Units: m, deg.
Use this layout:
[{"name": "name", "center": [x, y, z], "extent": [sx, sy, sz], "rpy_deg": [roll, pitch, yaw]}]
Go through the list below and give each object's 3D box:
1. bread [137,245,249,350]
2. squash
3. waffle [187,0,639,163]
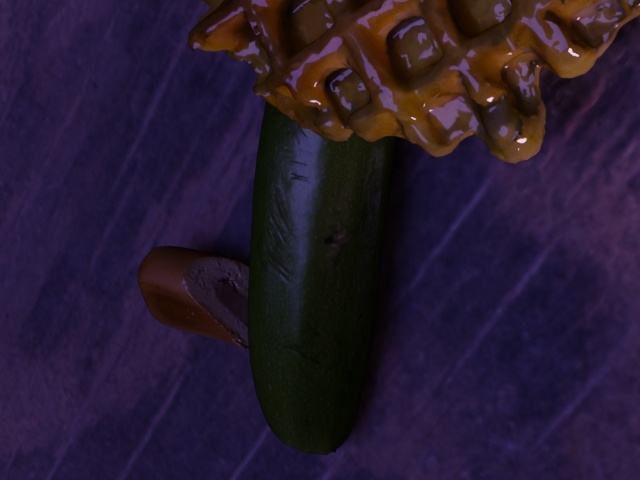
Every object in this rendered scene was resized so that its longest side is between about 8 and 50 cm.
[{"name": "bread", "center": [-0.070, 0.035, 0.918], "extent": [0.103, 0.049, 0.062], "rpy_deg": [12, 135, 35]}, {"name": "squash", "center": [-0.001, 0.000, 0.837], "extent": [0.082, 0.082, 0.292], "rpy_deg": [17, 110, 35]}, {"name": "waffle", "center": [0.052, -0.201, 0.727], "extent": [0.307, 0.060, 0.312], "rpy_deg": [31, 100, 24]}]
